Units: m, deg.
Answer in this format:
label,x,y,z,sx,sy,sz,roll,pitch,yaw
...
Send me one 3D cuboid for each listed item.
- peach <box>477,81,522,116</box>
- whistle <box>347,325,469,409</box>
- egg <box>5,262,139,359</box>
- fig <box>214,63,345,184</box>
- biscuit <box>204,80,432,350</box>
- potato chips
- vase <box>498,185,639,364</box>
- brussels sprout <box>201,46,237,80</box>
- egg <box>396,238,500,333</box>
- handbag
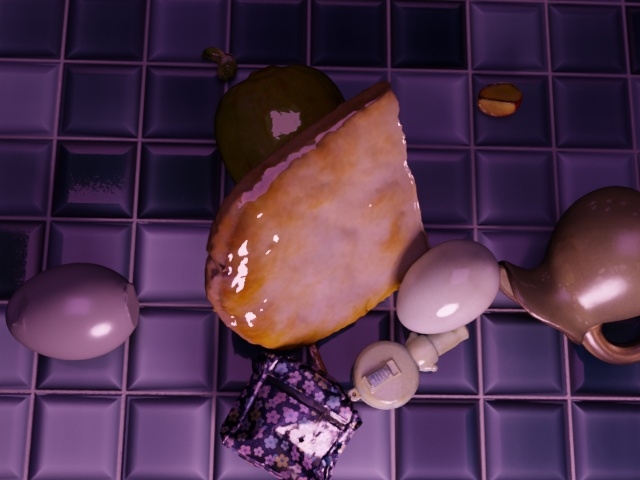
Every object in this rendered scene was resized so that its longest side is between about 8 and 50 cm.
label,x,y,z,sx,sy,sz,roll,pitch,yaw
peach,0.360,-0.280,1.862,0.083,0.050,0.077,-21,54,-17
whistle,0.162,0.226,1.716,0.258,0.067,0.126,-29,77,-12
egg,-0.448,0.127,1.658,0.232,0.176,0.176,-1,75,-1
fig,-0.056,-0.166,1.719,0.258,0.258,0.326,-19,90,-7
biscuit,-0.001,-0.001,1.620,0.446,0.429,0.104,-37,46,-10
potato chips,0.016,0.258,1.722,0.037,0.026,0.204,-26,77,-13
vase,0.528,0.090,1.705,0.302,0.241,0.329,-39,103,1
brussels sprout,-0.201,-0.362,1.863,0.051,0.046,0.083,-37,79,-17
egg,0.231,0.087,1.684,0.209,0.151,0.151,-38,79,12
handbag,-0.052,0.319,1.648,0.229,0.127,0.207,31,79,3
